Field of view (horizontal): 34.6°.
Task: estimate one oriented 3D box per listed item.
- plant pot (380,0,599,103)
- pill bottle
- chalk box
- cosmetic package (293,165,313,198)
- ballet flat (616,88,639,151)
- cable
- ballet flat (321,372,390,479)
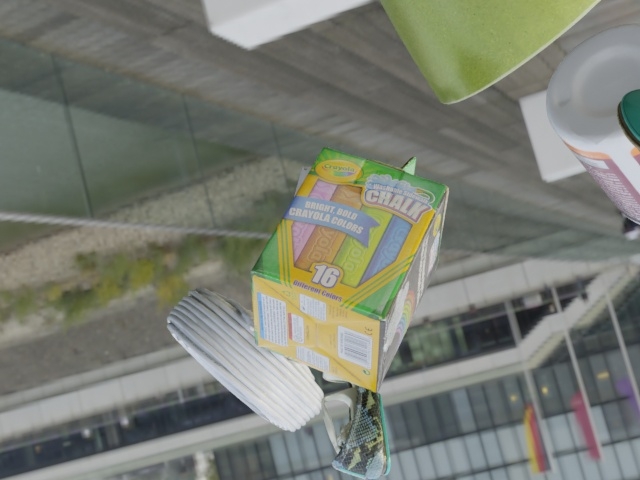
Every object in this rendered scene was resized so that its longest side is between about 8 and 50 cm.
[{"bbox_3d":[0.129,-0.333,0.996,0.275,0.293,0.275,-41,-168,10],"label":"plant pot"},{"bbox_3d":[0.551,-0.157,1.686,0.224,0.224,0.392,-20,143,30],"label":"pill bottle"},{"bbox_3d":[0.037,0.008,0.977,0.132,0.213,0.132,19,144,14],"label":"chalk box"},{"bbox_3d":[0.000,0.000,1.446,0.099,0.239,0.060,-4,143,25],"label":"cosmetic package"},{"bbox_3d":[0.362,-0.083,1.025,0.073,0.067,0.206,-24,-145,0],"label":"ballet flat"},{"bbox_3d":[-0.106,0.173,1.464,0.089,0.257,0.257,-49,-139,-13],"label":"cable"},{"bbox_3d":[0.032,0.147,1.023,0.070,0.188,0.070,-2,139,-1],"label":"ballet flat"}]
